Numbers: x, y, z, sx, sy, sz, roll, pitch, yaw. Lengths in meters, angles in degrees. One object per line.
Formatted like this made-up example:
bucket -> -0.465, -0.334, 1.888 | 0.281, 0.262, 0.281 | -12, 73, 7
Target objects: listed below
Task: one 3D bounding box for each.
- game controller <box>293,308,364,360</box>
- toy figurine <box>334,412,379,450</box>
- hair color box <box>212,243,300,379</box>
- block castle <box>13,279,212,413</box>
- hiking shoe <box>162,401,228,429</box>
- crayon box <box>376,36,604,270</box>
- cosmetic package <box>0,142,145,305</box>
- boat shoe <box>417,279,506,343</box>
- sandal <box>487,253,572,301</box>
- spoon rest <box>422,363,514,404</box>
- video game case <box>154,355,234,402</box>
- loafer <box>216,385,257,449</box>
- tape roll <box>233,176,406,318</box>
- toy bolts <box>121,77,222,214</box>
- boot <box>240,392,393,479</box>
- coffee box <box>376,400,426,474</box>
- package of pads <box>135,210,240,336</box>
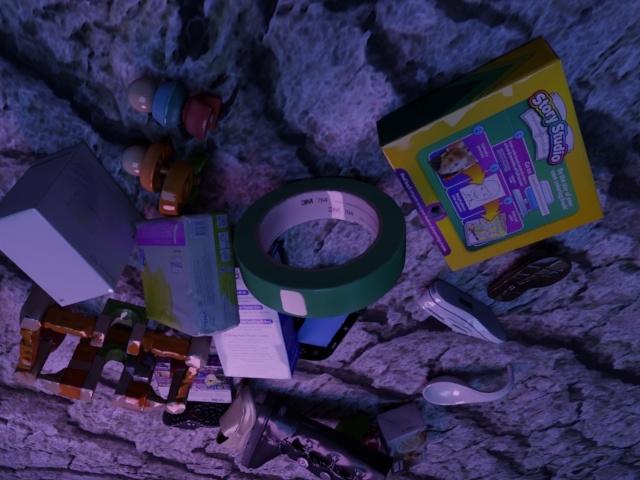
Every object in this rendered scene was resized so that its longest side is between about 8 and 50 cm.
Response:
game controller -> 0.005, 0.207, 1.250 | 0.166, 0.067, 0.319 | 20, 125, -13
toy figurine -> 0.152, 0.687, 1.671 | 0.159, 0.130, 0.173 | 31, 102, -39
hair color box -> -0.171, 0.176, 1.164 | 0.185, 0.110, 0.339 | -1, 122, 13
block castle -> -0.509, 0.248, 1.230 | 0.453, 0.213, 0.303 | 17, 126, -15
hiking shoe -> -0.412, 0.594, 1.623 | 0.226, 0.086, 0.114 | 5, 154, -8
crayon box -> 0.328, -0.136, 0.920 | 0.313, 0.106, 0.363 | -24, 127, 20
cosmetic package -> -0.498, -0.032, 0.966 | 0.138, 0.225, 0.224 | -14, 130, 15
boat shoe -> 0.361, 0.193, 1.228 | 0.258, 0.095, 0.084 | 36, 129, -13
sandal -> 0.488, 0.082, 1.142 | 0.090, 0.060, 0.219 | 26, 142, -12
spoon rest -> 0.444, 0.445, 1.441 | 0.276, 0.084, 0.137 | -18, 128, 16
video game case -> -0.390, 0.430, 1.489 | 0.231, 0.042, 0.210 | 4, 132, -1
loafer -> -0.270, 0.573, 1.521 | 0.092, 0.102, 0.269 | 2, 121, -28
tape roll -> 0.000, 0.000, 0.910 | 0.321, 0.321, 0.077 | -4, 131, 6
toy bolts -> -0.292, -0.174, 0.866 | 0.158, 0.218, 0.229 | 18, 112, -6
boot -> -0.024, 0.731, 1.581 | 0.445, 0.146, 0.367 | 24, 130, 7
coffee box -> 0.273, 0.664, 1.606 | 0.141, 0.098, 0.247 | -17, 131, -8
package of pads -> -0.276, 0.064, 0.964 | 0.101, 0.229, 0.296 | -9, -175, -37
